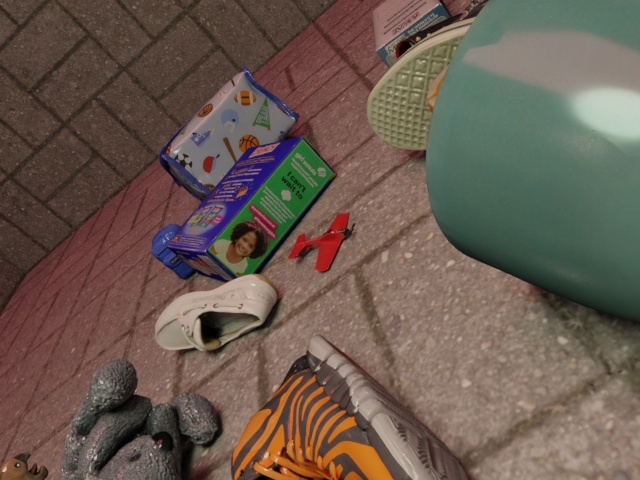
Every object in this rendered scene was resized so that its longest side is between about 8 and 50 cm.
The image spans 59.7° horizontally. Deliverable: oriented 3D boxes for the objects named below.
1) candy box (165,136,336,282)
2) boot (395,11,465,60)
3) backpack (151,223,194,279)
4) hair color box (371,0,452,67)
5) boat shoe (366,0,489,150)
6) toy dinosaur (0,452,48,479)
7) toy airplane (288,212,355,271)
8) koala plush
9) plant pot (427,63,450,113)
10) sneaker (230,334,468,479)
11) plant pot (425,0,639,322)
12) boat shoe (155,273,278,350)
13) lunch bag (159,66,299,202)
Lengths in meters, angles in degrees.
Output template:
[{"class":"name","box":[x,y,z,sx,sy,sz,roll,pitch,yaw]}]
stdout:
[{"class":"candy box","box":[-0.159,-0.067,1.214,0.317,0.122,0.268,-54,27,-17]},{"class":"boot","box":[0.265,-0.389,1.070,0.179,0.085,0.236,-25,16,-14]},{"class":"backpack","box":[-0.340,0.024,1.336,0.098,0.120,0.101,-41,26,4]},{"class":"hair color box","box":[0.228,-0.533,1.376,0.174,0.105,0.347,-32,28,24]},{"class":"boat shoe","box":[0.294,-0.301,0.858,0.500,0.187,0.156,-31,18,30]},{"class":"toy dinosaur","box":[-0.405,0.448,0.704,0.127,0.200,0.295,-38,27,12]},{"class":"toy airplane","box":[0.000,0.000,0.993,0.151,0.028,0.151,-33,26,19]},{"class":"koala plush","box":[-0.237,0.304,0.718,0.203,0.196,0.221,-58,28,-3]},{"class":"plant pot","box":[0.234,-0.139,0.685,0.205,0.188,0.205,-33,27,20]},{"class":"sneaker","box":[0.013,0.226,0.560,0.180,0.124,0.321,-51,16,-5]},{"class":"plant pot","box":[0.271,-0.067,0.436,0.293,0.293,0.235,-46,40,-5]},{"class":"boat shoe","box":[-0.201,0.146,0.981,0.277,0.098,0.096,-27,30,29]},{"class":"lunch bag","box":[-0.270,-0.266,1.559,0.328,0.239,0.385,-48,10,-8]}]
